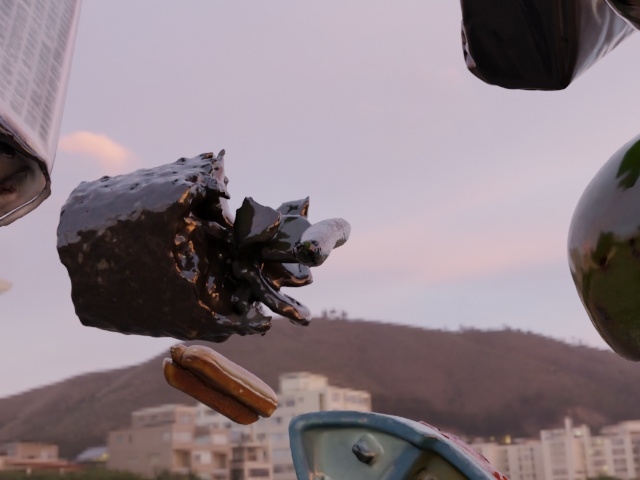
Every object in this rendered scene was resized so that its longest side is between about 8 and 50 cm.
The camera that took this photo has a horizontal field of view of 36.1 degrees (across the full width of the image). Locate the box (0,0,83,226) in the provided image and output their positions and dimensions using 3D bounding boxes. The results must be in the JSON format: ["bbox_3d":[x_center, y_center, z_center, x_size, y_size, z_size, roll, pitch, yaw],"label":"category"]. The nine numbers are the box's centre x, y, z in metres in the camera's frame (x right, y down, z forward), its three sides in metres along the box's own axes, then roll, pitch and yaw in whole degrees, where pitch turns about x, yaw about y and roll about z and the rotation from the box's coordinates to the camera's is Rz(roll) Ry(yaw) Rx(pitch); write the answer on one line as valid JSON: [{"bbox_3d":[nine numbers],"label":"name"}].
[{"bbox_3d":[-0.241,-0.128,0.608,0.190,0.370,0.112,-27,-49,18],"label":"box"}]

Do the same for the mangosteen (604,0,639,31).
[{"bbox_3d":[0.241,-0.203,0.566,0.194,0.194,0.230,-8,23,16],"label":"mangosteen"}]

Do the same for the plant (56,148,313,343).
[{"bbox_3d":[-0.135,0.006,1.078,0.276,0.188,0.199,-2,16,8],"label":"plant"}]

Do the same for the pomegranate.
[{"bbox_3d":[0.401,-0.035,1.029,0.309,0.216,0.358,-29,6,15],"label":"pomegranate"}]

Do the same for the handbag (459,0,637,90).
[{"bbox_3d":[0.288,-0.340,1.097,0.178,0.275,0.302,16,38,39],"label":"handbag"}]

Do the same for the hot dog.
[{"bbox_3d":[-0.147,0.204,1.424,0.092,0.062,0.236,-18,-37,21],"label":"hot dog"}]

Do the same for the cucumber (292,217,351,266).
[{"bbox_3d":[0.000,0.000,0.883,0.036,0.033,0.184,0,9,12],"label":"cucumber"}]

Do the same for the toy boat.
[{"bbox_3d":[0.094,0.246,0.738,0.133,0.332,0.145,11,-62,-55],"label":"toy boat"}]
